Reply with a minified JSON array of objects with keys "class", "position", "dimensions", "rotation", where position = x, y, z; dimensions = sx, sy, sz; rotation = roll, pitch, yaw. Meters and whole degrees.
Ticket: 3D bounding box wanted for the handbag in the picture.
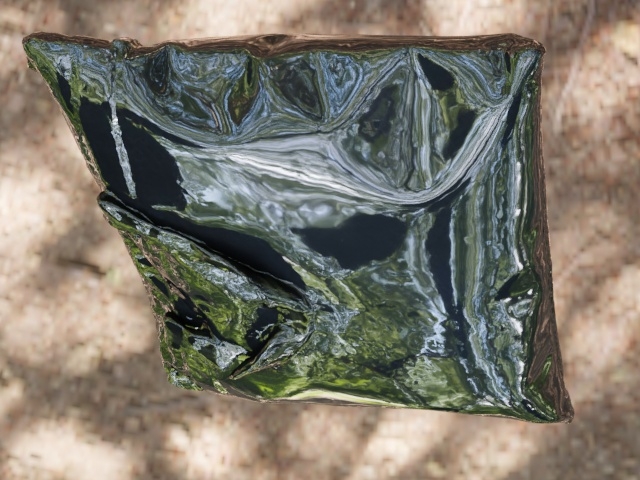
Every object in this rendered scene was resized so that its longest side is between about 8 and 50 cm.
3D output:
[{"class":"handbag","position":[0.000,0.000,0.786],"dimensions":[0.211,0.089,0.254],"rotation":[4,143,15]}]
